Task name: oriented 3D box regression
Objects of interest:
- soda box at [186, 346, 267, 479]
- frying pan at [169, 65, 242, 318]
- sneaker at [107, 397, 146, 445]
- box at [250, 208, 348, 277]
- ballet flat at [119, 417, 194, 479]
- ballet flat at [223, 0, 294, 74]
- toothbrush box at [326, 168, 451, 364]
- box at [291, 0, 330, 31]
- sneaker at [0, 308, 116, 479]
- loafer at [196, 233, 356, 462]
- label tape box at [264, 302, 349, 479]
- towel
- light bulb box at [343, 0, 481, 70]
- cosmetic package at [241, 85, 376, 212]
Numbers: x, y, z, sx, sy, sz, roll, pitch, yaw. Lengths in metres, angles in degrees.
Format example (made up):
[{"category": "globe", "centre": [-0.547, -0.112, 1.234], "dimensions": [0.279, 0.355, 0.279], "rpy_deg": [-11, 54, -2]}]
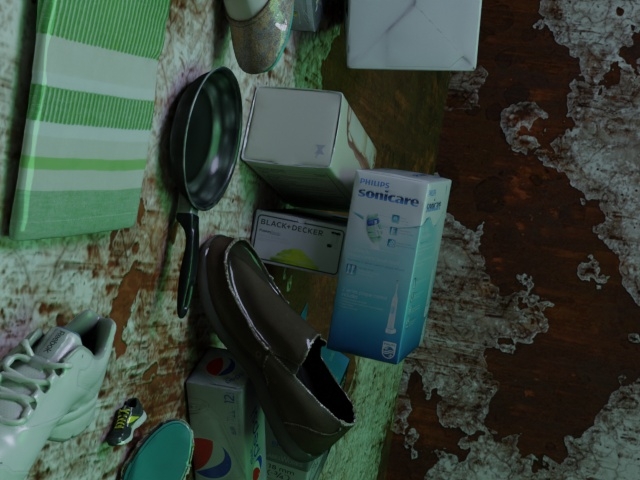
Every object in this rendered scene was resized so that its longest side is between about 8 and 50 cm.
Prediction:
[{"category": "soda box", "centre": [-0.143, 0.312, 1.608], "dimensions": [0.098, 0.091, 0.286], "rpy_deg": [-61, 156, -55]}, {"category": "frying pan", "centre": [-0.160, -0.077, 1.403], "dimensions": [0.197, 0.053, 0.326], "rpy_deg": [-39, 137, -68]}, {"category": "sneaker", "centre": [-0.251, 0.231, 1.305], "dimensions": [0.083, 0.031, 0.035], "rpy_deg": [-59, 140, -63]}, {"category": "box", "centre": [0.000, 0.000, 1.806], "dimensions": [0.290, 0.169, 0.087], "rpy_deg": [-7, 108, -75]}, {"category": "ballet flat", "centre": [-0.237, 0.351, 1.357], "dimensions": [0.241, 0.091, 0.077], "rpy_deg": [-70, -168, -22]}, {"category": "ballet flat", "centre": [-0.090, -0.390, 1.425], "dimensions": [0.106, 0.107, 0.316], "rpy_deg": [28, 65, -53]}, {"category": "toothbrush box", "centre": [0.118, 0.034, 1.692], "dimensions": [0.216, 0.126, 0.295], "rpy_deg": [-17, 118, -72]}, {"category": "box", "centre": [-0.018, -0.485, 1.662], "dimensions": [0.231, 0.056, 0.183], "rpy_deg": [82, 23, -47]}, {"category": "sneaker", "centre": [-0.281, 0.145, 0.948], "dimensions": [0.129, 0.111, 0.297], "rpy_deg": [-63, 179, 18]}, {"category": "loafer", "centre": [-0.051, 0.144, 1.514], "dimensions": [0.366, 0.130, 0.134], "rpy_deg": [61, 30, -5]}, {"category": "label tape box", "centre": [-0.032, 0.322, 1.899], "dimensions": [0.240, 0.106, 0.333], "rpy_deg": [-62, 165, -50]}, {"category": "towel", "centre": [-0.242, -0.167, 1.094], "dimensions": [0.248, 0.038, 0.325], "rpy_deg": [-11, 111, -72]}, {"category": "light bulb box", "centre": [0.158, -0.513, 1.795], "dimensions": [0.361, 0.225, 0.358], "rpy_deg": [-90, -178, -66]}, {"category": "cosmetic package", "centre": [-0.010, -0.145, 1.716], "dimensions": [0.296, 0.153, 0.129], "rpy_deg": [44, 55, -73]}]
